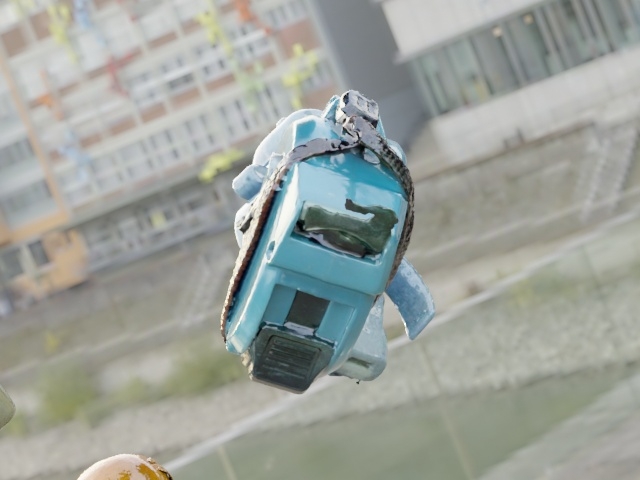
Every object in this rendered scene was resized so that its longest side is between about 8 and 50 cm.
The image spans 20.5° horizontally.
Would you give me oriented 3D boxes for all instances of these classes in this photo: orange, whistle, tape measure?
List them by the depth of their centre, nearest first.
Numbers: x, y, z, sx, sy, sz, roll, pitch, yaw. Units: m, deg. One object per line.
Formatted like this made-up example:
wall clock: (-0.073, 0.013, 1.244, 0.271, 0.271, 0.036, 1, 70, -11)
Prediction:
tape measure: (0.000, 0.000, 0.877, 0.125, 0.081, 0.146, -86, 16, -55)
orange: (-0.139, 0.191, 1.252, 0.083, 0.084, 0.083, -22, 4, 2)
whistle: (0.000, -0.002, 1.339, 0.180, 0.269, 0.093, 25, -59, -37)

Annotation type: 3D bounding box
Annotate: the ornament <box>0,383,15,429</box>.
ornament: (-0.302, 0.152, 1.076, 0.230, 0.245, 0.061, 2, 9, -4)
